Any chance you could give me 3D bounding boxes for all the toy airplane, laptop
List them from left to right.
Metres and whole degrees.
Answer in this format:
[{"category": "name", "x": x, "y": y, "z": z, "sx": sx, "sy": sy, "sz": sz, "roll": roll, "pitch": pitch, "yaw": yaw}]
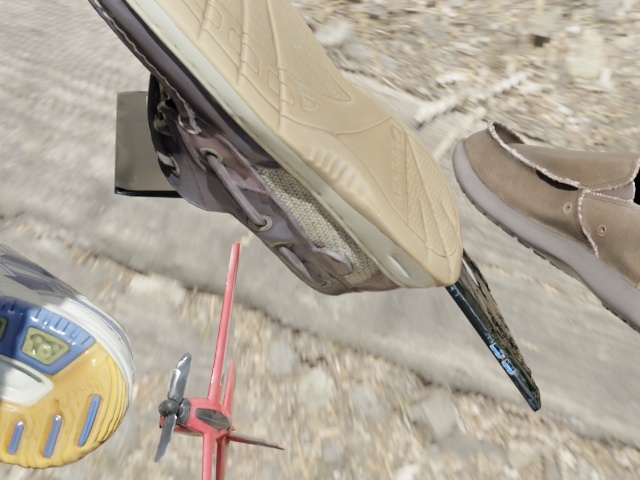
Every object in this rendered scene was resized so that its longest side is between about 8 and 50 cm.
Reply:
[{"category": "toy airplane", "x": -0.044, "y": 0.076, "z": 0.836, "sx": 0.028, "sy": 0.151, "sz": 0.151, "roll": 3, "pitch": 97, "yaw": 13}, {"category": "laptop", "x": 0.000, "y": 0.000, "z": 1.281, "sx": 0.136, "sy": 0.234, "sz": 0.264, "roll": -34, "pitch": 109, "yaw": 7}]

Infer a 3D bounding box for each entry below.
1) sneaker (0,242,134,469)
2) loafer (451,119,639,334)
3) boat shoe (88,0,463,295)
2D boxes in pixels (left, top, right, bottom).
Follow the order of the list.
[{"category": "sneaker", "x": -0.241, "y": 0.030, "z": 1.109, "sx": 0.296, "sy": 0.131, "sz": 0.112, "roll": 30, "pitch": 101, "yaw": -2}, {"category": "loafer", "x": 0.260, "y": -0.019, "z": 1.748, "sx": 0.134, "sy": 0.366, "sz": 0.130, "roll": 27, "pitch": 100, "yaw": -46}, {"category": "boat shoe", "x": -0.037, "y": -0.057, "z": 0.947, "sx": 0.092, "sy": 0.103, "sz": 0.285, "roll": -25, "pitch": 135, "yaw": 25}]
